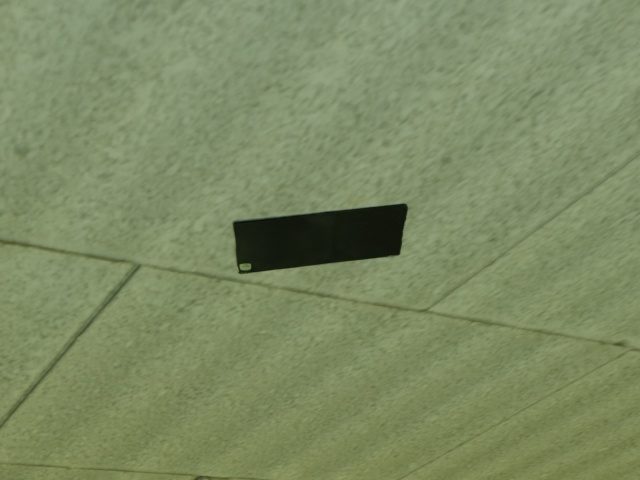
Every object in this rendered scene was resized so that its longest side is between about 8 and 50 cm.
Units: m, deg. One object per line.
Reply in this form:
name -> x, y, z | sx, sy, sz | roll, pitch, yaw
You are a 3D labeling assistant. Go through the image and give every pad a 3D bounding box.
pad -> 0.000, 0.000, 1.201 | 0.193, 0.004, 0.116 | -6, 151, -4
